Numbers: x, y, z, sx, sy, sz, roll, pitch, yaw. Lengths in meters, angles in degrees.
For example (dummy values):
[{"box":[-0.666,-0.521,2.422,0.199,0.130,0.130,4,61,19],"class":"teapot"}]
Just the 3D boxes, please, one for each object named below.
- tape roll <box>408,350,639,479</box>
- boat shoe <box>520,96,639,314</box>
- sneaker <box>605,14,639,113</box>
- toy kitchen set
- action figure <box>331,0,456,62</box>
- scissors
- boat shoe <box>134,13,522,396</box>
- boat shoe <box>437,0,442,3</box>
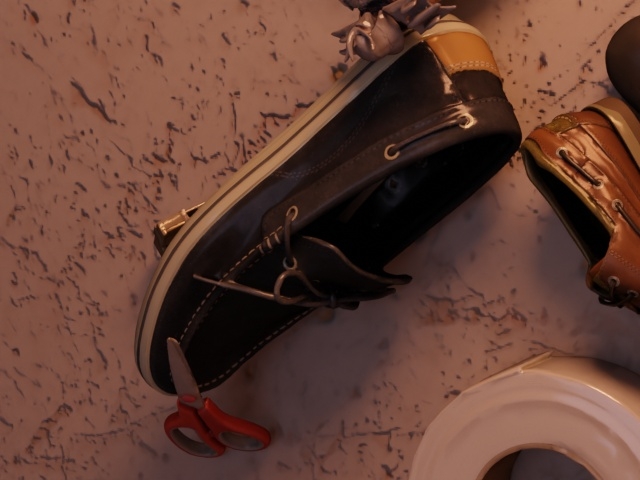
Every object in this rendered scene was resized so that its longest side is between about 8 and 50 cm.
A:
[{"box":[0.228,0.254,1.518,0.286,0.100,0.286,4,98,29],"class":"tape roll"},{"box":[0.285,0.022,1.436,0.307,0.104,0.111,60,161,18],"class":"boat shoe"},{"box":[0.376,-0.095,1.372,0.330,0.146,0.122,37,113,21],"class":"sneaker"},{"box":[-0.130,0.006,1.701,0.068,0.083,0.075,-28,81,-14],"class":"toy kitchen set"},{"box":[0.086,-0.272,1.445,0.185,0.099,0.285,-3,53,51],"class":"action figure"},{"box":[-0.140,0.165,1.621,0.109,0.297,0.021,-3,63,19],"class":"scissors"},{"box":[0.000,0.000,1.558,0.500,0.187,0.156,-45,59,20],"class":"boat shoe"},{"box":[0.131,-0.277,1.530,0.184,0.066,0.063,-26,84,38],"class":"boat shoe"}]
